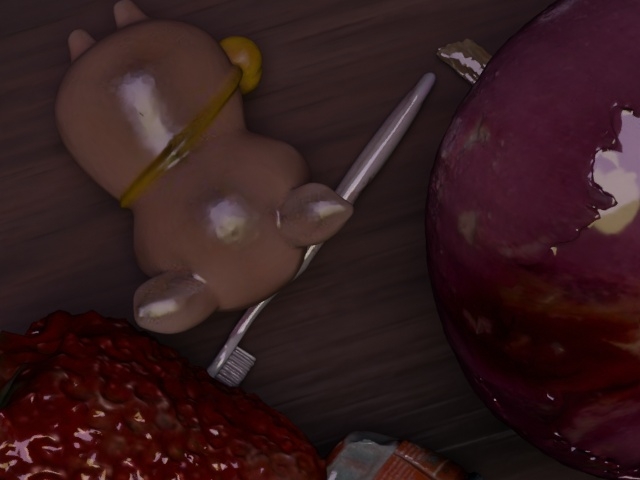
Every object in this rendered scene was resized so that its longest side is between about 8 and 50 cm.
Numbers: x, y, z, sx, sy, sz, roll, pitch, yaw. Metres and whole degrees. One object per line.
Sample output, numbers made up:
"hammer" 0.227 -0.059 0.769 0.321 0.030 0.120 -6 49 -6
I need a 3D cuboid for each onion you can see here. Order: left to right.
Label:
"onion" 0.238 -0.017 1.089 0.358 0.345 0.358 0 102 -2

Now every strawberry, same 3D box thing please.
"strawberry" -0.157 0.184 1.096 0.257 0.261 0.261 27 86 -23

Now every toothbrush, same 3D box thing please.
"toothbrush" 0.000 0.000 1.209 0.029 0.025 0.307 36 87 -5

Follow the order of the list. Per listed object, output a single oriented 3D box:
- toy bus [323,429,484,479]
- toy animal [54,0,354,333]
"toy bus" 0.006 0.254 1.145 0.120 0.121 0.265 34 86 13
"toy animal" -0.098 -0.064 1.163 0.165 0.149 0.248 -38 73 12
